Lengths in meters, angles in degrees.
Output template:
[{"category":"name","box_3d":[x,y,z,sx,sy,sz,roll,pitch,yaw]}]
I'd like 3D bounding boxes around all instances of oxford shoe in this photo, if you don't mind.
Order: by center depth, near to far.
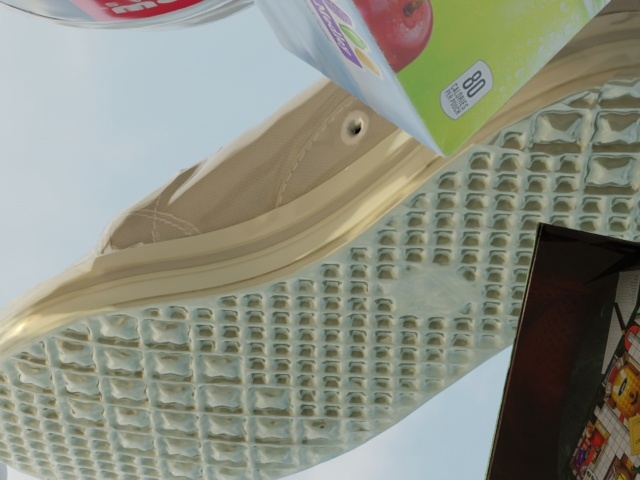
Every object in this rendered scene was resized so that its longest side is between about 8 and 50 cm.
[{"category":"oxford shoe","box_3d":[0.000,0.000,0.808,0.169,0.449,0.130,35,-141,-34]}]

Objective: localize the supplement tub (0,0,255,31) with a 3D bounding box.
[{"category":"supplement tub","box_3d":[-0.082,-0.175,0.557,0.191,0.272,0.191,-1,-94,8]}]

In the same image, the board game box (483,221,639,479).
[{"category":"board game box","box_3d":[0.117,0.134,0.618,0.136,0.030,0.260,13,-91,8]}]

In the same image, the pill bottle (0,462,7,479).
[{"category":"pill bottle","box_3d":[-0.358,0.150,1.481,0.117,0.117,0.215,-20,-135,-22]}]

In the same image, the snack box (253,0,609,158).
[{"category":"snack box","box_3d":[0.049,-0.147,0.342,0.207,0.174,0.070,-46,-130,-7]}]
